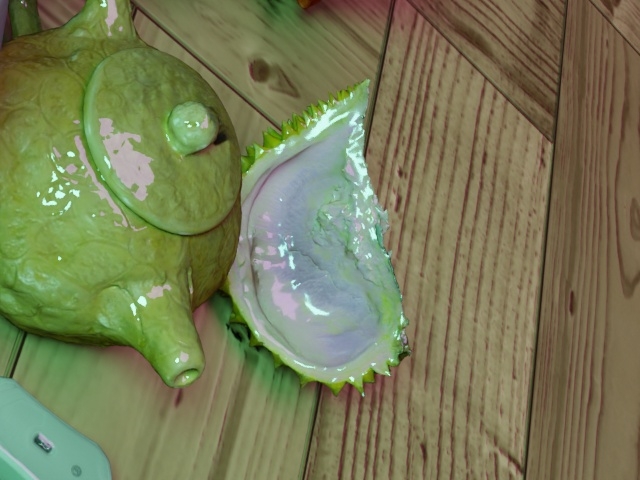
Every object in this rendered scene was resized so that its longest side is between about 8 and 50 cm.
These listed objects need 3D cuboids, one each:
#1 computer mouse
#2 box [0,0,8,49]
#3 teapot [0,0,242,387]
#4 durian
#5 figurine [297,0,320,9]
[{"bbox_3d":[-0.173,0.123,0.892,0.110,0.032,0.056,43,41,-12],"label":"computer mouse"},{"bbox_3d":[-0.228,-0.165,0.741,0.141,0.349,0.289,0,68,-16],"label":"box"},{"bbox_3d":[-0.126,-0.057,0.932,0.203,0.167,0.311,4,67,-49],"label":"teapot"},{"bbox_3d":[-0.001,-0.001,1.087,0.165,0.132,0.182,-51,123,-38],"label":"durian"},{"bbox_3d":[-0.034,-0.332,1.178,0.411,0.241,0.306,4,43,-31],"label":"figurine"}]
